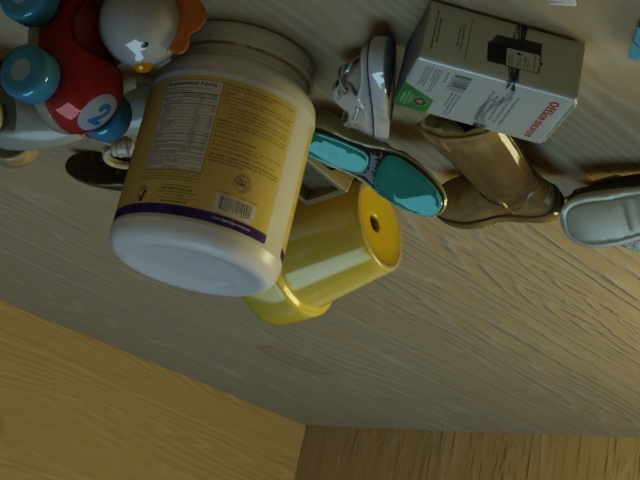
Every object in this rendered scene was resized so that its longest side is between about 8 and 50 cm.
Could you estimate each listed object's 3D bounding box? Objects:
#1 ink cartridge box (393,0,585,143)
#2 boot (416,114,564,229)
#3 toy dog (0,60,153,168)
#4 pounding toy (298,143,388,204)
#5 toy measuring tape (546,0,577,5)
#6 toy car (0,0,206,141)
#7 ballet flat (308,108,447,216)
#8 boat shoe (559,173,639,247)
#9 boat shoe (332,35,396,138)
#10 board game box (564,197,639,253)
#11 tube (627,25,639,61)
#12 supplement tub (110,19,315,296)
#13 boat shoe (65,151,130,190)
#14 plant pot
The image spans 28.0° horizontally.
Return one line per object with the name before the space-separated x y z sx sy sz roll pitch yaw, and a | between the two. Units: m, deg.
ink cartridge box | 0.214 -0.211 1.637 0.208 0.087 0.153 15 161 -5
boot | 0.221 -0.116 1.936 0.236 0.089 0.269 -4 153 34
toy dog | -0.405 -0.221 2.000 0.334 0.161 0.220 0 160 -9
pounding toy | 0.005 -0.133 2.029 0.130 0.100 0.141 39 149 -25
toy measuring tape | 0.229 -0.299 1.328 0.121 0.121 0.330 7 161 18
toy car | -0.260 -0.256 1.682 0.238 0.210 0.219 -9 165 21
ballet flat | 0.086 -0.123 1.948 0.248 0.086 0.086 30 160 -3
boat shoe | 0.521 -0.052 1.890 0.324 0.097 0.116 -4 114 32
boat shoe | 0.058 -0.204 1.754 0.084 0.095 0.258 7 160 5
board game box | 0.519 -0.021 2.086 0.259 0.039 0.124 23 159 -21
tube | 0.474 -0.211 1.533 0.207 0.052 0.080 15 158 10
supplement tub | -0.140 -0.111 1.782 0.241 0.331 0.241 11 161 4
boat shoe | -0.379 -0.117 2.351 0.178 0.064 0.060 9 160 5
plant pot | 0.000 0.000 2.203 0.239 0.254 0.254 -17 149 27
